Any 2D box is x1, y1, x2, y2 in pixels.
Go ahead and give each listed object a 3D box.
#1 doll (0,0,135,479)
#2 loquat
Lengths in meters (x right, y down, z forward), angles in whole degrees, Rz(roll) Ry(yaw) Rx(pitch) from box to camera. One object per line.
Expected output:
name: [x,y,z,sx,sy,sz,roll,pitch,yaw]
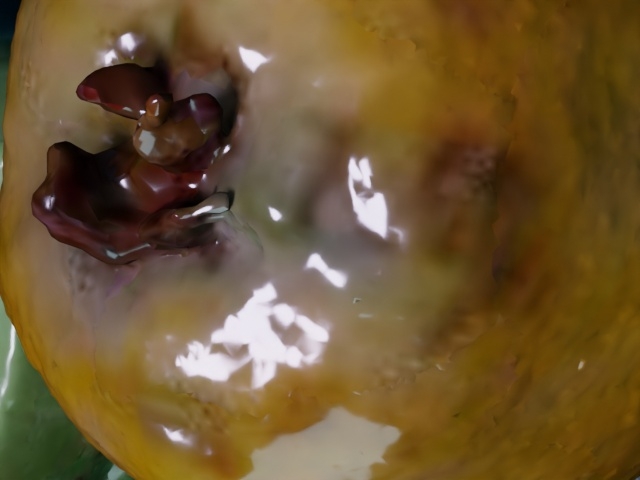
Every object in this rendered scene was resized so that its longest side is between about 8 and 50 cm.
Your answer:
doll: [-0.164,0.007,0.572,0.322,0.199,0.186,10,-163,-47]
loquat: [0.017,-0.013,0.478,0.176,0.187,0.234,-4,173,25]
